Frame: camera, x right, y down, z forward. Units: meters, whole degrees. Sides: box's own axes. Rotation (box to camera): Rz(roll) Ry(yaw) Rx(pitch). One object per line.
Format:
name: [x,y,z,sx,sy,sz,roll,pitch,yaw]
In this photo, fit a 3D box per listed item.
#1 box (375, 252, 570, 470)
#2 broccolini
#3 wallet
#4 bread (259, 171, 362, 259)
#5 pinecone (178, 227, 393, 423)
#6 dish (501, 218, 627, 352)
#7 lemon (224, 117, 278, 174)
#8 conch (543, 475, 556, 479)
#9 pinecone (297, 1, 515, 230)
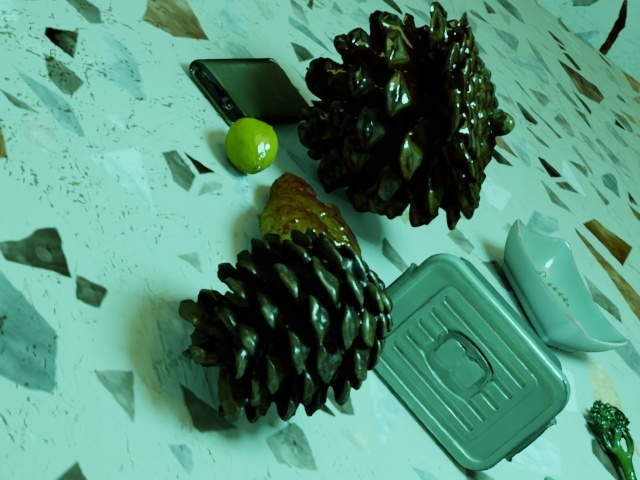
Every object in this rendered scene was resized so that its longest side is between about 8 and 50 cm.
box: [0.173,0.133,1.589,0.243,0.163,0.135,48,16,6]
broccolini: [0.421,0.311,1.818,0.071,0.057,0.254,-9,41,-8]
wallet: [-0.089,-0.199,1.809,0.110,0.031,0.198,52,25,11]
bread: [-0.006,-0.004,1.577,0.139,0.095,0.269,46,20,-18]
pinecone: [-0.032,0.089,1.305,0.204,0.179,0.184,-40,112,-23]
dish: [0.346,0.081,2.013,0.151,0.077,0.212,21,35,-46]
lemon: [-0.084,-0.117,1.656,0.065,0.065,0.092,29,35,-32]
conch: [0.306,0.355,1.576,0.180,0.088,0.065,49,-19,22]
pinecone: [0.102,-0.165,1.761,0.242,0.296,0.298,12,80,-46]
